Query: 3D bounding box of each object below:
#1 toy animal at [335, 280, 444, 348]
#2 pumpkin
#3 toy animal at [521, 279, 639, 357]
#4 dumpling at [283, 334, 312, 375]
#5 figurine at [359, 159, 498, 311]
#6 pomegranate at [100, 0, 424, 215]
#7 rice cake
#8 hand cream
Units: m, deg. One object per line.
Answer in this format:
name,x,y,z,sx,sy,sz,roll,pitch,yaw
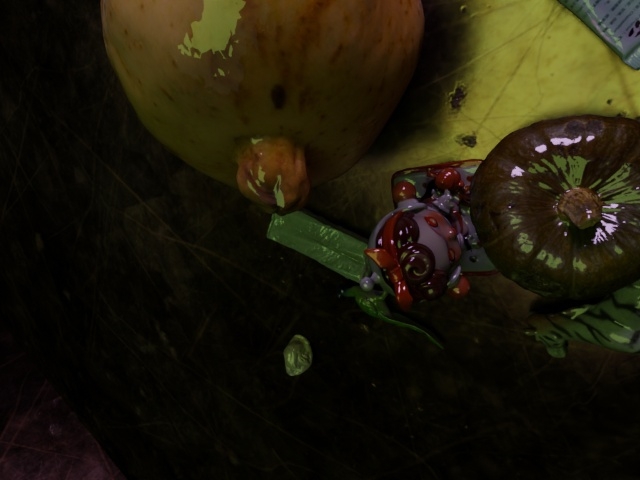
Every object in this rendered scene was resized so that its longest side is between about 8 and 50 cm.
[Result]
toy animal,0.129,0.116,0.725,0.217,0.041,0.074,24,118,19
pumpkin,0.280,-0.036,0.464,0.219,0.162,0.218,2,95,21
toy animal,0.406,0.108,0.506,0.170,0.090,0.255,47,125,13
dumpling,-0.049,0.251,0.886,0.057,0.076,0.052,-6,129,39
figurine,0.134,0.005,0.555,0.160,0.226,0.183,-3,107,36
pomegranate,-0.065,-0.216,0.496,0.411,0.410,0.409,13,116,29
rice cake,0.000,0.000,0.752,0.226,0.040,0.084,26,103,24
hand cream,0.251,-0.325,0.448,0.331,0.058,0.085,44,125,11
